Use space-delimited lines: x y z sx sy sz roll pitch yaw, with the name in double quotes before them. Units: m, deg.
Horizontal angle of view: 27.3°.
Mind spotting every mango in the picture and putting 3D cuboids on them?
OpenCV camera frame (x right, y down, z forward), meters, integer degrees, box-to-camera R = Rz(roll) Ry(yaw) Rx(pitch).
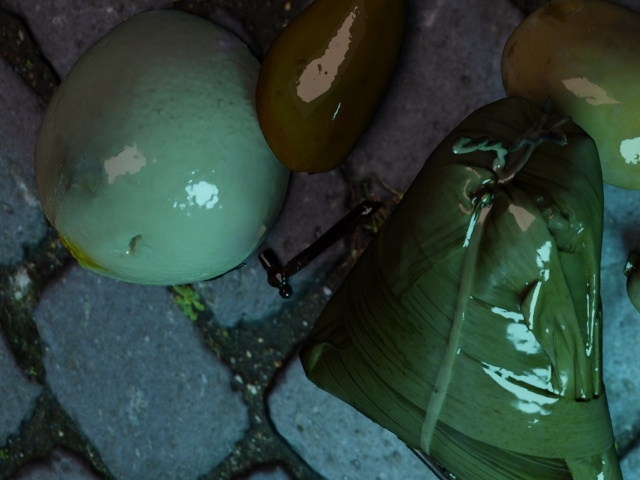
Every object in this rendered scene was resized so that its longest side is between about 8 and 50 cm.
"mango" 0.010 -0.192 1.439 0.138 0.113 0.253 32 113 15

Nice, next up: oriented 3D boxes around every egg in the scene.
"egg" -0.207 -0.093 1.529 0.337 0.201 0.337 7 106 24

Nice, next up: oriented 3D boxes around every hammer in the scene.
"hammer" 0.000 0.000 1.543 0.178 0.021 0.065 -38 83 29

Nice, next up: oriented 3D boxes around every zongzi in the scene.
"zongzi" 0.264 0.096 1.286 0.467 0.218 0.500 34 140 2

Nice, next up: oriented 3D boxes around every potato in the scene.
"potato" 0.286 -0.141 1.304 0.234 0.146 0.150 36 147 15

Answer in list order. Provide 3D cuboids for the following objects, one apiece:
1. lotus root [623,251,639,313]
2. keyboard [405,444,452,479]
"lotus root" 0.370 0.066 1.344 0.150 0.062 0.073 37 116 17
"keyboard" 0.201 0.286 1.507 0.230 0.025 0.094 44 115 12
